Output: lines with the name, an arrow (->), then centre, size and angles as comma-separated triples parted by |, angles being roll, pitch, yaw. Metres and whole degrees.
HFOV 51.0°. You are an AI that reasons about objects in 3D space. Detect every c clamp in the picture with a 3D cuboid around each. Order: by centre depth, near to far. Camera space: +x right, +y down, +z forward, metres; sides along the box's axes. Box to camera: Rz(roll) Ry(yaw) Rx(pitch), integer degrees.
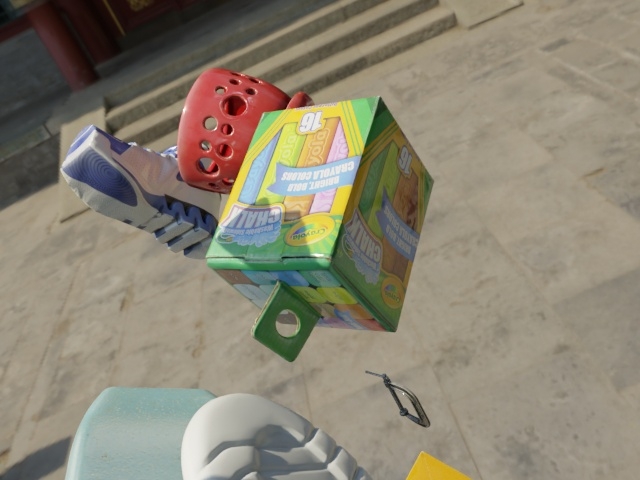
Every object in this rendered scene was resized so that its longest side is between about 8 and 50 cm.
c clamp -> 0.187, 0.365, 1.545 | 0.022, 0.160, 0.137 | -44, 27, -27

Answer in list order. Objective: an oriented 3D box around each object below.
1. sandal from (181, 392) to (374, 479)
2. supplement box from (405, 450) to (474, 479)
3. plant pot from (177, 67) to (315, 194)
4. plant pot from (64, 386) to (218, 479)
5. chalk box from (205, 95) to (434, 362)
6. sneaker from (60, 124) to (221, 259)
sandal -> 0.028, 0.275, 0.434 | 0.416, 0.169, 0.102 | 45, 110, 28
supplement box -> 0.156, 0.441, 0.965 | 0.129, 0.194, 0.191 | 26, 65, 21
plant pot -> -0.104, -0.154, 1.037 | 0.174, 0.191, 0.191 | 16, 39, 9
plant pot -> -0.207, 0.326, 0.844 | 0.247, 0.247, 0.252 | 7, 37, -23
chalk box -> 0.000, 0.000, 0.812 | 0.179, 0.180, 0.288 | -1, 59, 33
sneaker -> -0.290, -0.113, 1.186 | 0.128, 0.315, 0.182 | -23, 46, 33
